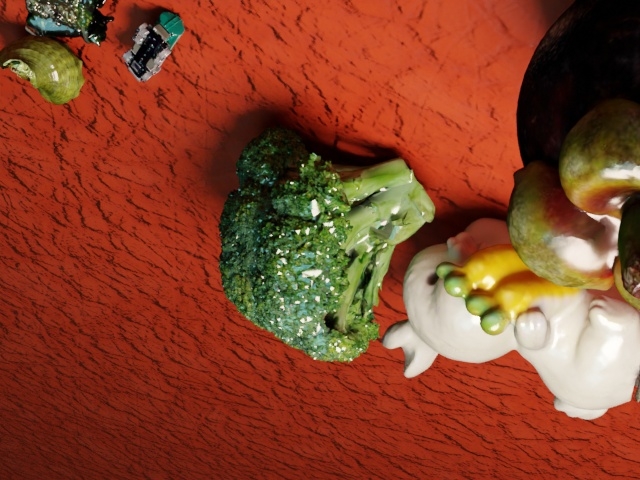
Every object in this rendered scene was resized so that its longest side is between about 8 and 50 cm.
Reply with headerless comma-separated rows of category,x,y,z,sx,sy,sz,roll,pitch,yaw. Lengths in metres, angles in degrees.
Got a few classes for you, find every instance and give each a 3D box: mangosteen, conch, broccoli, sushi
mangosteen,0.300,-0.066,0.906,0.300,0.300,0.300,15,150,9
conch,-0.311,-0.187,1.275,0.089,0.074,0.121,8,-173,20
broccoli,0.000,0.000,1.272,0.269,0.242,0.261,58,175,-10
sushi,-0.252,-0.246,1.171,0.085,0.056,0.083,17,142,8

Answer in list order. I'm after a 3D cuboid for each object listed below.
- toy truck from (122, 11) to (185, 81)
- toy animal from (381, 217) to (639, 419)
toy truck,-0.171,-0.202,1.203,0.039,0.044,0.083,47,147,-3
toy animal,0.217,0.080,1.292,0.310,0.182,0.247,10,149,16
